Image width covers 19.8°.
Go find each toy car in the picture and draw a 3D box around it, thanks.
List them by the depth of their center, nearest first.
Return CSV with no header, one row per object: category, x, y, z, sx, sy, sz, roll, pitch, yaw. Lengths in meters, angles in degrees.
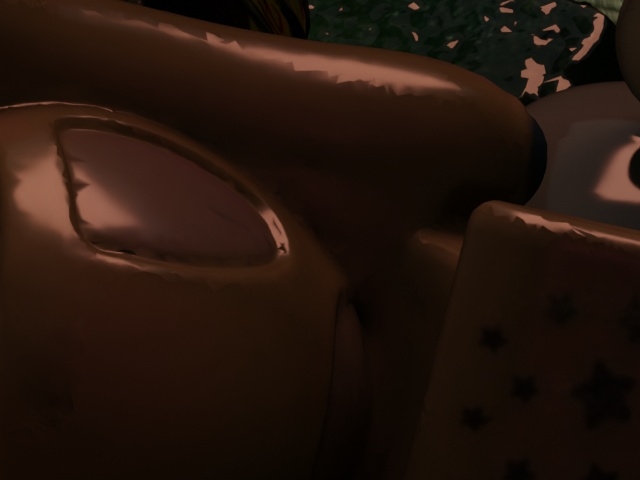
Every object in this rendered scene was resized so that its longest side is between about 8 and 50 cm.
toy car,-0.093,0.036,0.518,0.336,0.242,0.226,12,5,-27

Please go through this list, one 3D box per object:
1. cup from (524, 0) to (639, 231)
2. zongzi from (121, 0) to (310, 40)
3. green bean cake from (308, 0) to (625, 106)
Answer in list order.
cup,0.180,0.031,0.672,0.274,0.357,0.259,10,36,19
zongzi,-0.121,-0.089,0.780,0.319,0.362,0.383,-28,41,-8
green bean cake,0.000,0.000,1.024,0.300,0.308,0.169,13,-37,28
